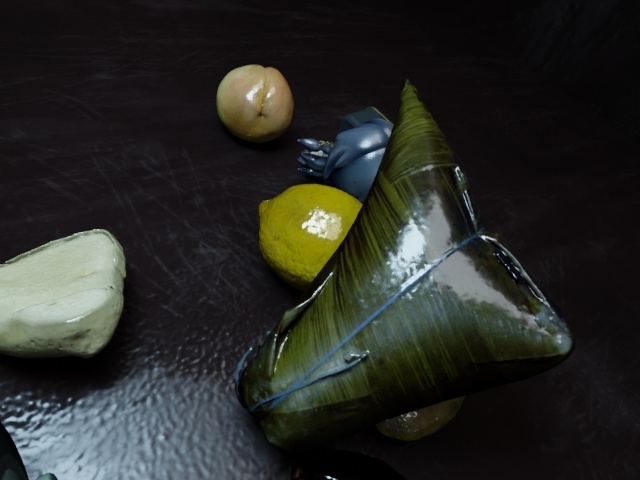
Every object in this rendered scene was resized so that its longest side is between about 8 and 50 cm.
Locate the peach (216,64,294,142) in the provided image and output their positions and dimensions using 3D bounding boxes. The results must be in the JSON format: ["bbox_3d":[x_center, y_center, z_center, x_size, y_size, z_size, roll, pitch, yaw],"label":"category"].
[{"bbox_3d":[-0.147,-0.311,0.981,0.184,0.184,0.184,12,46,-13],"label":"peach"}]

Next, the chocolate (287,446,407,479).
[{"bbox_3d":[0.017,0.334,0.505,0.156,0.156,0.133,15,76,-10],"label":"chocolate"}]

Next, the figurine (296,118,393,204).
[{"bbox_3d":[0.065,-0.149,0.886,0.175,0.265,0.197,-31,93,-26],"label":"figurine"}]

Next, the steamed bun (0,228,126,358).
[{"bbox_3d":[-0.349,0.091,0.562,0.231,0.110,0.212,-25,40,-34],"label":"steamed bun"}]

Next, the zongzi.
[{"bbox_3d":[0.042,0.027,0.588,0.403,0.208,0.432,-23,76,6],"label":"zongzi"}]

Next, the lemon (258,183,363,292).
[{"bbox_3d":[0.000,0.000,0.734,0.257,0.188,0.188,28,44,15],"label":"lemon"}]

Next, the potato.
[{"bbox_3d":[0.151,0.241,0.656,0.171,0.080,0.107,-26,73,-28],"label":"potato"}]

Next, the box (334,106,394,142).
[{"bbox_3d":[0.123,-0.207,1.017,0.090,0.144,0.201,-21,61,-32],"label":"box"}]

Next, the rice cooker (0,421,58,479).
[{"bbox_3d":[-0.348,0.265,0.303,0.317,0.264,0.316,0,89,-29],"label":"rice cooker"}]
